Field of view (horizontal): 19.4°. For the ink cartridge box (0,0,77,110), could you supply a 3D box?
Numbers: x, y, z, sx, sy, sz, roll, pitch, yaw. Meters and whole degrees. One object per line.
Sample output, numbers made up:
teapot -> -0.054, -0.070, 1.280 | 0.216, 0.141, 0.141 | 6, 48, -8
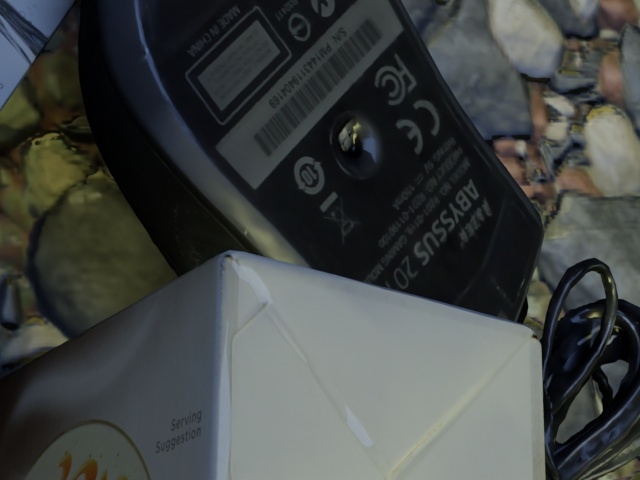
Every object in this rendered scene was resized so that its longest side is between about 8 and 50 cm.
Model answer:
ink cartridge box -> -0.129, -0.067, 0.623 | 0.056, 0.099, 0.135 | 39, 55, -16

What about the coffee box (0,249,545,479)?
coffee box -> -0.051, 0.111, 0.517 | 0.098, 0.246, 0.141 | 15, 66, -30

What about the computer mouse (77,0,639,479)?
computer mouse -> 0.000, 0.000, 0.634 | 0.188, 0.072, 0.272 | -43, 107, -37
